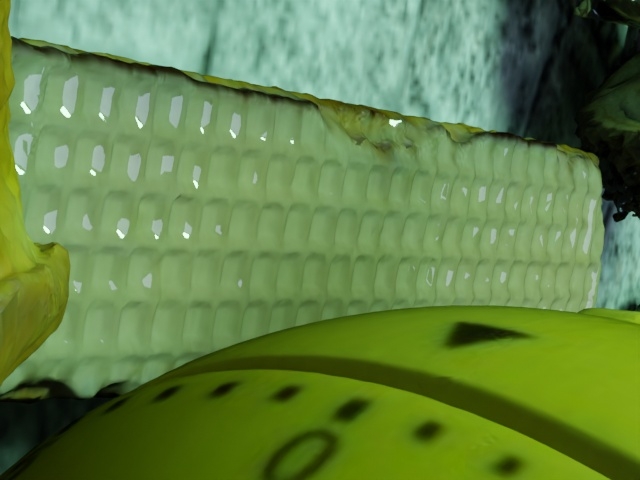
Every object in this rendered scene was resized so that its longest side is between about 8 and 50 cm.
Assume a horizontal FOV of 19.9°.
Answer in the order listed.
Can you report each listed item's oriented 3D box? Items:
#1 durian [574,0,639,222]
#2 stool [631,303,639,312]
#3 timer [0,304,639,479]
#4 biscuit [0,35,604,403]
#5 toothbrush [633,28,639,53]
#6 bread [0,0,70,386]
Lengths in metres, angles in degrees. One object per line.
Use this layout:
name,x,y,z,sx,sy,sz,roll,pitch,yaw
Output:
durian,0.191,-0.084,0.732,0.167,0.196,0.196,-55,141,-38
stool,0.203,0.216,0.810,0.310,0.226,0.310,-44,134,-46
timer,0.059,0.170,0.448,0.387,0.376,0.376,-30,123,-45
biscuit,0.000,0.000,0.578,0.379,0.054,0.094,2,98,-59
toothbrush,0.176,-0.179,0.841,0.020,0.025,0.286,23,80,-58
bread,-0.129,-0.017,0.297,0.229,0.139,0.143,-14,102,-58
